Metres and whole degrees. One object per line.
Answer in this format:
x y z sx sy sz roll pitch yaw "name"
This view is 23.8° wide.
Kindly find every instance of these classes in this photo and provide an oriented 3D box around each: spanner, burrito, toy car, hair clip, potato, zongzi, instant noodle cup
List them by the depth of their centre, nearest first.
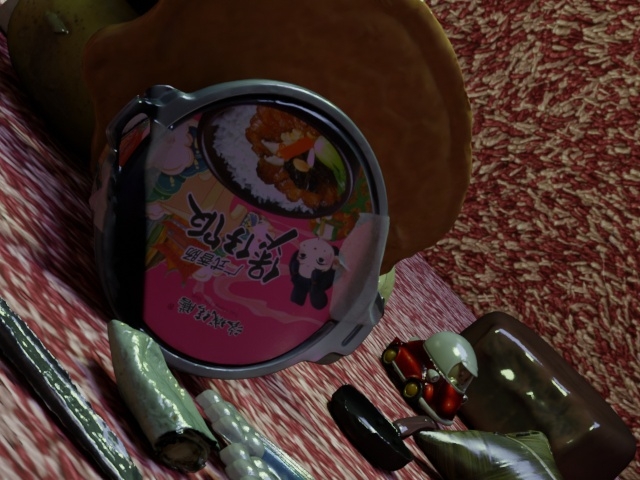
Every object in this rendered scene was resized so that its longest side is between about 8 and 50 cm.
-0.221 0.041 0.993 0.325 0.026 0.093 49 9 4 "spanner"
-0.121 0.112 1.112 0.118 0.044 0.074 54 7 26 "burrito"
-0.031 0.203 1.175 0.140 0.054 0.220 37 7 -23 "hair clip"
-0.093 -0.025 1.331 0.302 0.258 0.181 57 -12 -26 "instant noodle cup"
-0.225 -0.169 1.560 0.228 0.148 0.197 56 -23 -7 "potato"
0.230 0.335 1.831 0.241 0.111 0.248 14 36 -44 "zongzi"
0.162 0.176 2.126 0.112 0.112 0.139 38 13 -50 "toy car"

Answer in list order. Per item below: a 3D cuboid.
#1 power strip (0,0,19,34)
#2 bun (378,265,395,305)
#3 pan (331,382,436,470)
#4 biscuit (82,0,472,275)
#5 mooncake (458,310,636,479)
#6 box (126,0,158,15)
-0.270 -0.168 1.710 0.286 0.048 0.080 52 9 20 "power strip"
0.000 0.000 1.944 0.259 0.160 0.259 49 5 -5 "bun"
0.075 0.212 1.714 0.115 0.040 0.212 50 15 22 "pan"
-0.037 -0.102 1.460 0.385 0.365 0.062 58 12 -31 "biscuit"
0.336 0.273 2.383 0.326 0.174 0.334 44 11 -6 "mooncake"
-0.110 -0.216 1.612 0.261 0.116 0.279 29 -37 54 "box"
